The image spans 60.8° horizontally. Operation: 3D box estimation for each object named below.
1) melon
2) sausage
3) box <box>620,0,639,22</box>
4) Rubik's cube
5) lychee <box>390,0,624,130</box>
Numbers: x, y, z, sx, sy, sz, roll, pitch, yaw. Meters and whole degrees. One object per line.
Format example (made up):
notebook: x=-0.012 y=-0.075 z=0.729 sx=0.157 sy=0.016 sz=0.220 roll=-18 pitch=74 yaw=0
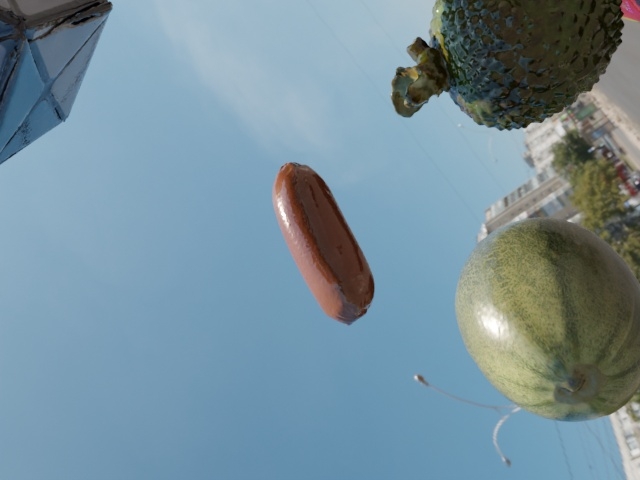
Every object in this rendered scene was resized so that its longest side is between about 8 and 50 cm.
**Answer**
melon: x=0.313 y=0.101 z=0.753 sx=0.248 sy=0.248 sz=0.329 roll=46 pitch=-161 yaw=-11
sausage: x=0.000 y=0.000 z=0.595 sx=0.077 sy=0.077 sz=0.194 roll=7 pitch=-128 yaw=-54
box: x=0.593 y=-0.390 z=0.774 sx=0.089 sy=0.197 sz=0.313 roll=37 pitch=-165 yaw=-34
Rubik's cube: x=-0.569 y=-0.324 z=0.880 sx=0.310 sy=0.305 sz=0.307 roll=30 pitch=-149 yaw=-12
lychee: x=0.280 y=-0.301 z=0.828 sx=0.319 sy=0.270 sz=0.270 roll=3 pitch=-139 yaw=-6
